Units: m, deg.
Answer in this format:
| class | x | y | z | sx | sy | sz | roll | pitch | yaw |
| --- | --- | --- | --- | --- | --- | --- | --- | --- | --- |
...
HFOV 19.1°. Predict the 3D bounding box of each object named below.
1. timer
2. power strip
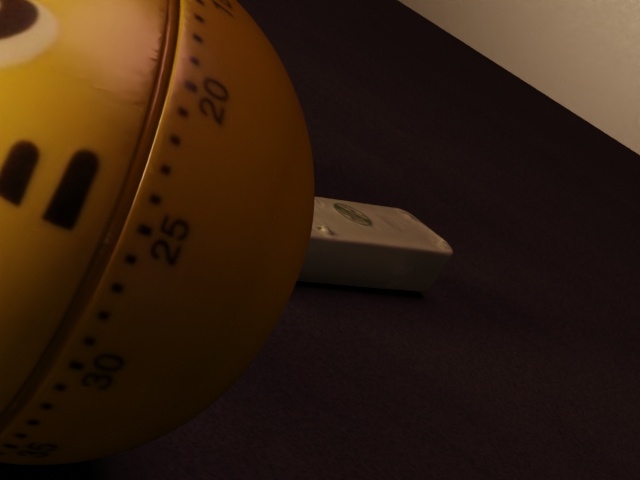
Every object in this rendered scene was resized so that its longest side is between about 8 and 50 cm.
| class | x | y | z | sx | sy | sz | roll | pitch | yaw |
| --- | --- | --- | --- | --- | --- | --- | --- | --- | --- |
| timer | -0.205 | -0.048 | 1.155 | 0.387 | 0.376 | 0.376 | 25 | 17 | -21 |
| power strip | 0.000 | 0.000 | 1.873 | 0.091 | 0.062 | 0.385 | 40 | 20 | 34 |
